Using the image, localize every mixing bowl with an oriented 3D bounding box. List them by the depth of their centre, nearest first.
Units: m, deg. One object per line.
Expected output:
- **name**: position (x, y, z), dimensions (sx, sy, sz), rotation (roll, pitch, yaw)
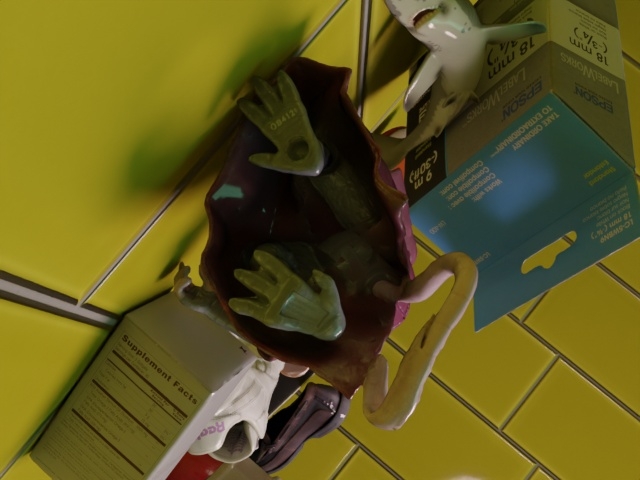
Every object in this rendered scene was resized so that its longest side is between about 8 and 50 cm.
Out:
- **mixing bowl**: position (-0.236, 0.399, 1.512), dimensions (0.181, 0.098, 0.181), rotation (-53, -177, 4)

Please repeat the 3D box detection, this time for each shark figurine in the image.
- **shark figurine**: position (0.111, -0.180, 0.917), dimensions (0.166, 0.116, 0.278), rotation (-14, 152, -14)

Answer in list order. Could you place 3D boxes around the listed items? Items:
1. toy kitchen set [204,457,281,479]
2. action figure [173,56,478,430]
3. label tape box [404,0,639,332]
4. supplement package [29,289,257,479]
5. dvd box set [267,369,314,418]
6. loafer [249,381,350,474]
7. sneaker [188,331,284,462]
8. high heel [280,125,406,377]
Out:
- **toy kitchen set**: position (-0.123, 0.283, 1.196), dimensions (0.122, 0.166, 0.207), rotation (-53, 172, 15)
- **action figure**: position (0.036, 0.007, 0.771), dimensions (0.248, 0.275, 0.370), rotation (-56, 160, -6)
- **label tape box**: position (0.195, -0.109, 0.951), dimensions (0.240, 0.105, 0.334), rotation (-41, -146, 47)
- **supplement package**: position (-0.160, 0.151, 0.837), dimensions (0.179, 0.105, 0.105), rotation (-53, 172, 18)
- **dvd box set**: position (-0.176, 0.377, 1.798), dimensions (0.307, 0.062, 0.420), rotation (-37, 172, -46)
- **loafer**: position (-0.065, 0.356, 1.777), dimensions (0.302, 0.095, 0.109), rotation (-42, -153, 36)
- **sneaker**: position (-0.108, 0.168, 1.034), dimensions (0.114, 0.152, 0.305), rotation (-13, 173, 11)
- **high heel**: position (0.000, 0.000, 1.274), dimensions (0.377, 0.127, 0.181), rotation (-57, -153, -5)
